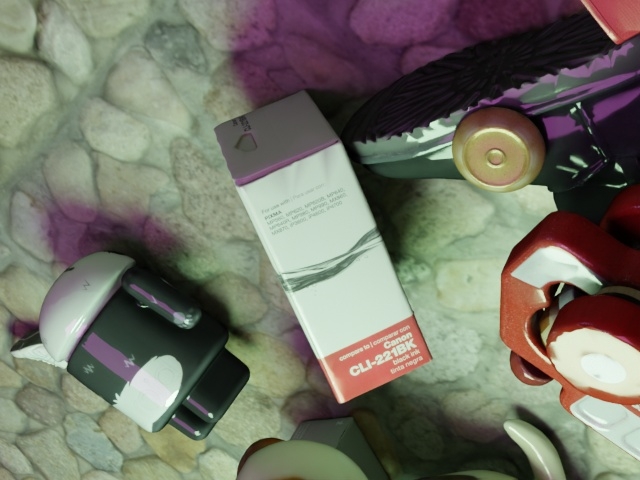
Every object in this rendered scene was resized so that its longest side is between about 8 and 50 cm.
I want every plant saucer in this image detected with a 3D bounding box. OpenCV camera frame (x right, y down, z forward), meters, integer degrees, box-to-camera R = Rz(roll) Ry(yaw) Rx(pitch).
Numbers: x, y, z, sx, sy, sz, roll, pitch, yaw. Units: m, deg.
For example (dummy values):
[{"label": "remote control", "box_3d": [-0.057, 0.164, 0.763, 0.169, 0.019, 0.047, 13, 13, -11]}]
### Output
[{"label": "plant saucer", "box_3d": [0.155, -0.076, 1.006, 0.083, 0.015, 0.083, 9, 123, 14]}]

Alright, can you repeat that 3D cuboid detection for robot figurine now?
[{"label": "robot figurine", "box_3d": [-0.230, 0.134, 1.491, 0.278, 0.173, 0.209, 36, 100, 1]}]

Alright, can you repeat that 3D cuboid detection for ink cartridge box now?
[{"label": "ink cartridge box", "box_3d": [0.000, 0.000, 1.213, 0.114, 0.197, 0.273, -25, 115, -1]}]

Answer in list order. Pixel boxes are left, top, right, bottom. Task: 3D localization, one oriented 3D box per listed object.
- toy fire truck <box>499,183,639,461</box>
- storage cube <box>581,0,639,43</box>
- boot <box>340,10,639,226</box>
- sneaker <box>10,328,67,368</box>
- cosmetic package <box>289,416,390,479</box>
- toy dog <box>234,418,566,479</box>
[{"label": "toy fire truck", "box_3d": [0.283, 0.107, 1.002, 0.302, 0.169, 0.254, 33, 147, -1]}, {"label": "storage cube", "box_3d": [0.254, -0.299, 0.830, 0.193, 0.215, 0.183, -28, 115, 40]}, {"label": "boot", "box_3d": [0.267, 0.014, 1.130, 0.367, 0.146, 0.445, -13, 121, 39]}, {"label": "sneaker", "box_3d": [-0.399, 0.164, 1.695, 0.152, 0.054, 0.061, -9, 122, 35]}, {"label": "cosmetic package", "box_3d": [0.035, 0.367, 1.543, 0.107, 0.127, 0.238, -16, 113, 38]}, {"label": "toy dog", "box_3d": [0.077, 0.374, 1.326, 0.407, 0.284, 0.395, 20, 104, -16]}]
